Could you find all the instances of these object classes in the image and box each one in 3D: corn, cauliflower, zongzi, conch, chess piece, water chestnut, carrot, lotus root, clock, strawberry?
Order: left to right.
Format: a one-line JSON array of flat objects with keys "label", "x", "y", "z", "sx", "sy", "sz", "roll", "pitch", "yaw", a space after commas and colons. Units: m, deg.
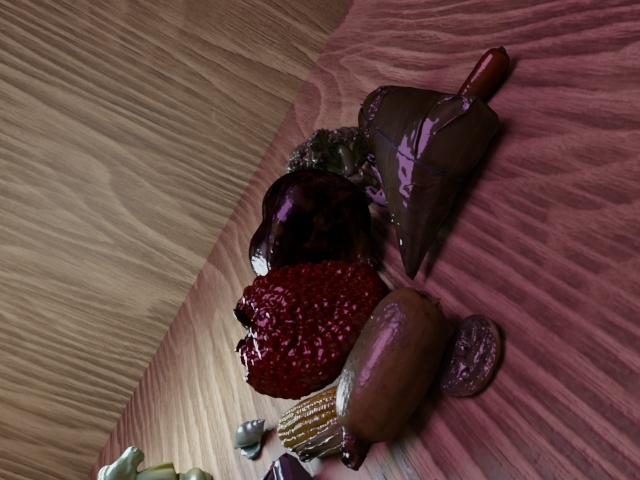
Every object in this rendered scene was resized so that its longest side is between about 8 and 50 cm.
[{"label": "chess piece", "x": -0.463, "y": 0.672, "z": 2.127, "sx": 0.175, "sy": 0.298, "sz": 0.175, "roll": -52, "pitch": 23, "yaw": 33}, {"label": "conch", "x": -0.174, "y": 0.503, "z": 1.974, "sx": 0.065, "sy": 0.088, "sz": 0.180, "roll": -20, "pitch": -26, "yaw": -44}, {"label": "clock", "x": -0.084, "y": 0.574, "z": 1.576, "sx": 0.186, "sy": 0.083, "sz": 0.253, "roll": -58, "pitch": 19, "yaw": 12}, {"label": "strawberry", "x": -0.005, "y": 0.188, "z": 1.667, "sx": 0.351, "sy": 0.267, "sz": 0.312, "roll": -22, "pitch": 43, "yaw": 13}, {"label": "water chestnut", "x": 0.000, "y": 0.000, "z": 1.873, "sx": 0.347, "sy": 0.335, "sz": 0.335, "roll": 27, "pitch": 90, "yaw": 42}, {"label": "corn", "x": 0.012, "y": 0.370, "z": 1.577, "sx": 0.305, "sy": 0.122, "sz": 0.123, "roll": -38, "pitch": 73, "yaw": 56}, {"label": "cauliflower", "x": 0.041, "y": -0.170, "z": 2.098, "sx": 0.250, "sy": 0.272, "sz": 0.275, "roll": 45, "pitch": 126, "yaw": 39}, {"label": "lotus root", "x": 0.112, "y": 0.243, "z": 1.381, "sx": 0.342, "sy": 0.152, "sz": 0.169, "roll": -61, "pitch": 1, "yaw": -1}, {"label": "zongzi", "x": 0.171, "y": -0.147, "z": 1.696, "sx": 0.356, "sy": 0.174, "sz": 0.392, "roll": 28, "pitch": 97, "yaw": 54}, {"label": "carrot", "x": 0.343, "y": -0.333, "z": 1.725, "sx": 0.225, "sy": 0.067, "sz": 0.067, "roll": -54, "pitch": 20, "yaw": 30}]

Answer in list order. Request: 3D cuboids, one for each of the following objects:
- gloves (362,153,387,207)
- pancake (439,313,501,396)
[{"label": "gloves", "x": 0.174, "y": -0.142, "z": 1.857, "sx": 0.212, "sy": 0.111, "sz": 0.127, "roll": -111, "pitch": 32, "yaw": -63}, {"label": "pancake", "x": 0.250, "y": 0.194, "z": 1.301, "sx": 0.158, "sy": 0.028, "sz": 0.158, "roll": -54, "pitch": 22, "yaw": 33}]
